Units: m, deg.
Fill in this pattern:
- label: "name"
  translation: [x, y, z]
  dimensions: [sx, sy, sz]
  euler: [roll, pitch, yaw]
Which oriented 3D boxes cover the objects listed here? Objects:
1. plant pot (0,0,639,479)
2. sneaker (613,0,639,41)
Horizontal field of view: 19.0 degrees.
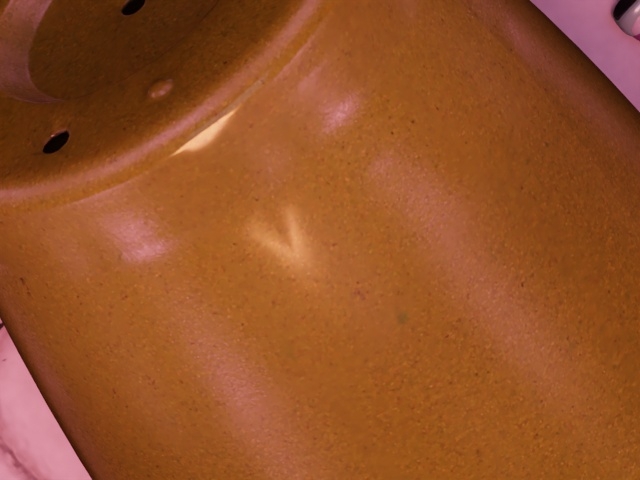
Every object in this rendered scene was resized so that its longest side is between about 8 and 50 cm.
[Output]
- label: "plant pot"
  translation: [0.000, 0.000, 0.903]
  dimensions: [0.366, 0.366, 0.353]
  euler: [-41, 129, -4]
- label: "sneaker"
  translation: [0.231, -0.151, 1.161]
  dimensions: [0.069, 0.038, 0.098]
  euler: [38, 99, -17]
